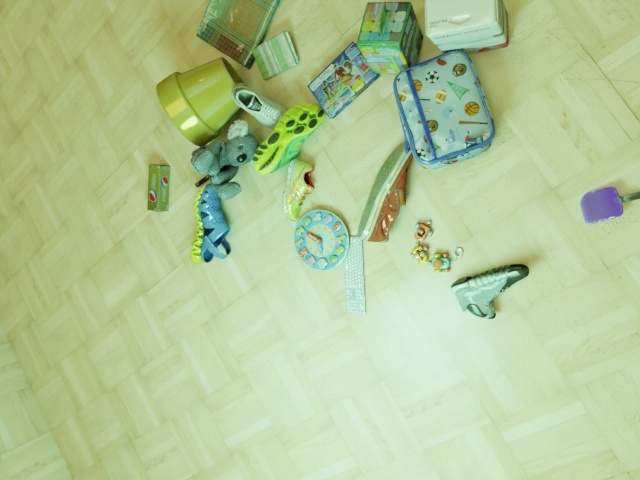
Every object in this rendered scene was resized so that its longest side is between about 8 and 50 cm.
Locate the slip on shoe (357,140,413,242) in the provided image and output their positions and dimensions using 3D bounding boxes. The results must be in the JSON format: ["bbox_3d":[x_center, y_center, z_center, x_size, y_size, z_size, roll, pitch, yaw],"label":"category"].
[{"bbox_3d":[0.216,-0.144,1.512,0.101,0.123,0.331,19,99,-13],"label":"slip on shoe"}]

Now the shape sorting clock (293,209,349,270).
[{"bbox_3d":[0.000,0.000,1.659,0.206,0.040,0.206,5,101,30],"label":"shape sorting clock"}]

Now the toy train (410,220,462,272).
[{"bbox_3d":[0.334,0.024,1.495,0.166,0.046,0.125,38,111,19],"label":"toy train"}]

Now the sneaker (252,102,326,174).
[{"bbox_3d":[-0.105,-0.336,1.640,0.295,0.123,0.109,-43,84,5],"label":"sneaker"}]

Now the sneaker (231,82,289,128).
[{"bbox_3d":[-0.183,-0.423,1.622,0.235,0.095,0.090,24,101,-22],"label":"sneaker"}]

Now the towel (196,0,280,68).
[{"bbox_3d":[-0.266,-0.818,1.704,0.271,0.040,0.370,37,111,19],"label":"towel"}]

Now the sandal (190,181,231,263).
[{"bbox_3d":[-0.383,-0.057,1.815,0.138,0.126,0.317,13,110,21],"label":"sandal"}]

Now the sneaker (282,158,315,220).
[{"bbox_3d":[-0.067,-0.163,1.659,0.094,0.081,0.208,12,103,18],"label":"sneaker"}]

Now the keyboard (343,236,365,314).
[{"bbox_3d":[0.109,0.115,1.637,0.072,0.014,0.256,0,95,27],"label":"keyboard"}]

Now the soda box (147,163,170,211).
[{"bbox_3d":[-0.634,-0.206,1.950,0.061,0.058,0.181,10,100,26],"label":"soda box"}]

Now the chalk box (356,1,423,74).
[{"bbox_3d":[0.189,-0.573,1.390,0.132,0.213,0.132,13,83,26],"label":"chalk box"}]

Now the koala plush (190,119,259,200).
[{"bbox_3d":[-0.302,-0.290,1.687,0.221,0.203,0.196,-36,124,5],"label":"koala plush"}]

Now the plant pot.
[{"bbox_3d":[-0.383,-0.487,1.701,0.239,0.254,0.254,-30,82,11],"label":"plant pot"}]

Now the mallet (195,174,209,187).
[{"bbox_3d":[-0.394,-0.239,1.842,0.190,0.039,0.062,-36,82,30],"label":"mallet"}]

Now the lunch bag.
[{"bbox_3d":[0.335,-0.350,1.386,0.243,0.115,0.303,-17,81,13],"label":"lunch bag"}]

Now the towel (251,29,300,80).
[{"bbox_3d":[-0.150,-0.619,1.670,0.152,0.023,0.113,-16,99,30],"label":"towel"}]

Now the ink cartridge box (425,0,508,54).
[{"bbox_3d":[0.385,-0.563,1.293,0.172,0.237,0.100,-1,96,27],"label":"ink cartridge box"}]

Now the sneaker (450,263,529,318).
[{"bbox_3d":[0.496,0.153,1.416,0.229,0.086,0.132,-21,91,37],"label":"sneaker"}]

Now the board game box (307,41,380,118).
[{"bbox_3d":[0.070,-0.503,1.573,0.201,0.035,0.136,-37,79,25],"label":"board game box"}]

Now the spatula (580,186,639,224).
[{"bbox_3d":[0.813,-0.118,1.245,0.296,0.030,0.084,-17,86,28],"label":"spatula"}]
